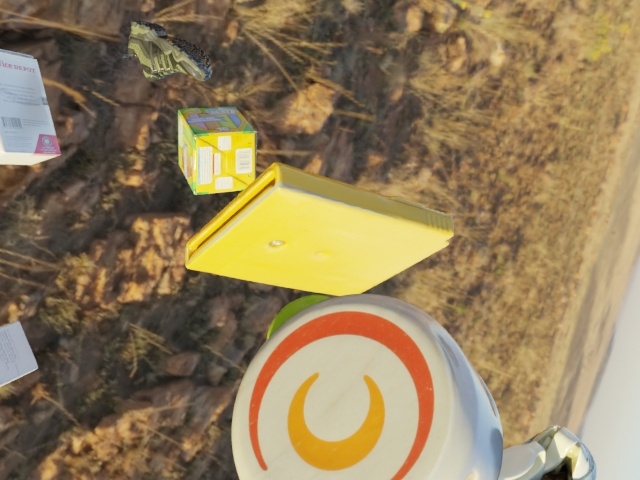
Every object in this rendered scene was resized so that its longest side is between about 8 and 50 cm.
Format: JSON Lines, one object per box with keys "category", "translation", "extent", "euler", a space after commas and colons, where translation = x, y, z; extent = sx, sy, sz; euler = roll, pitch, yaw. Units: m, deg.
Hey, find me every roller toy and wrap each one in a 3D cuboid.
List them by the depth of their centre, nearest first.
{"category": "roller toy", "translation": [0.041, 0.154, 0.548], "extent": [0.146, 0.191, 0.209], "euler": [48, 48, -54]}

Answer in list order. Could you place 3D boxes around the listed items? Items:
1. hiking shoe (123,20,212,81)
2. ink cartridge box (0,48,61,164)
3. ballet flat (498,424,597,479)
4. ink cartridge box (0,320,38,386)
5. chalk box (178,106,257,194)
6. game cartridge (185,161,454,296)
{"category": "hiking shoe", "translation": [-0.343, -0.404, 1.560], "extent": [0.086, 0.227, 0.114], "euler": [-29, 150, -58]}
{"category": "ink cartridge box", "translation": [-0.641, -0.270, 1.405], "extent": [0.159, 0.092, 0.217], "euler": [-12, 88, -68]}
{"category": "ballet flat", "translation": [0.206, 0.221, 0.661], "extent": [0.222, 0.077, 0.079], "euler": [-10, 124, -37]}
{"category": "ink cartridge box", "translation": [-0.401, 0.149, 0.737], "extent": [0.150, 0.109, 0.063], "euler": [-24, 90, -61]}
{"category": "chalk box", "translation": [-0.228, -0.202, 1.456], "extent": [0.132, 0.213, 0.132], "euler": [-8, 120, -21]}
{"category": "game cartridge", "translation": [0.000, 0.000, 1.049], "extent": [0.324, 0.285, 0.052], "euler": [12, 60, -33]}
